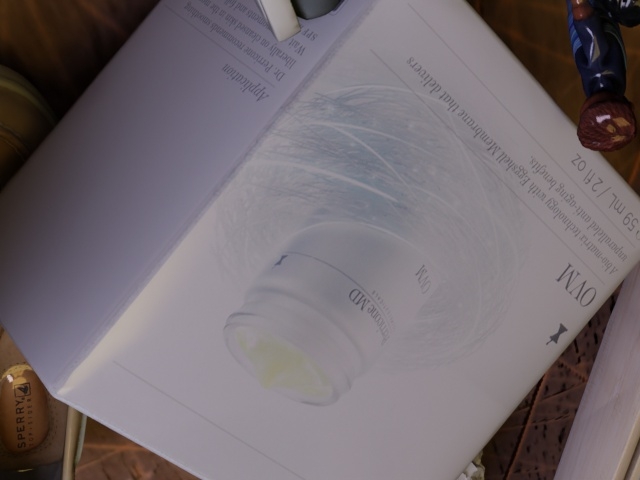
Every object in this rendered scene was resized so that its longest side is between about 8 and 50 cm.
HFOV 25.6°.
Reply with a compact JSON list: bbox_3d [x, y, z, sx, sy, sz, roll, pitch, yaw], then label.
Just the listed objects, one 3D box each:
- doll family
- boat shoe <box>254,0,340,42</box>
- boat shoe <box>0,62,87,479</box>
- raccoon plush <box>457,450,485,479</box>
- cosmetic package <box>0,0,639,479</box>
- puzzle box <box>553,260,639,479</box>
[{"bbox_3d":[0.102,-0.118,0.567,0.076,0.111,0.193,-27,134,27],"label":"doll family"},{"bbox_3d":[-0.015,-0.222,0.461,0.099,0.116,0.320,-15,117,-7],"label":"boat shoe"},{"bbox_3d":[-0.157,0.039,0.709,0.104,0.089,0.285,-11,134,-8],"label":"boat shoe"},{"bbox_3d":[0.068,0.340,1.008,0.299,0.216,0.446,17,125,-41],"label":"raccoon plush"},{"bbox_3d":[0.000,0.000,0.647,0.225,0.138,0.224,-50,131,2],"label":"cosmetic package"},{"bbox_3d":[0.265,0.184,0.910,0.272,0.052,0.409,0,119,-24],"label":"puzzle box"}]
